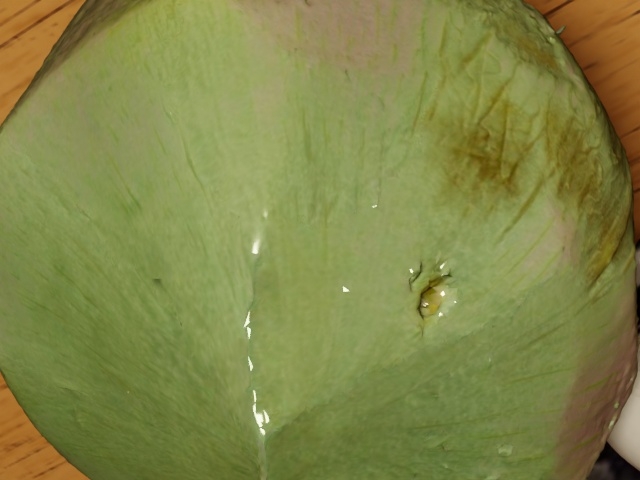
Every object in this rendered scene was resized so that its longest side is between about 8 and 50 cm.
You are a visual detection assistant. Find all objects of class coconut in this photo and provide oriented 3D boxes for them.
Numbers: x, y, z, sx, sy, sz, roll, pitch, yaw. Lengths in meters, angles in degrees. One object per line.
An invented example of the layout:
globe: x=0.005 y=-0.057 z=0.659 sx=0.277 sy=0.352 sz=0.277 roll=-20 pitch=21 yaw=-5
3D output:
coconut: x=0.000 y=0.000 z=0.789 sx=0.281 sy=0.328 sz=0.328 roll=-28 pitch=116 yaw=24

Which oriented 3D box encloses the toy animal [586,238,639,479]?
toy animal: x=0.215 y=0.080 z=0.896 sx=0.165 sy=0.187 sz=0.235 roll=22 pitch=130 yaw=19
